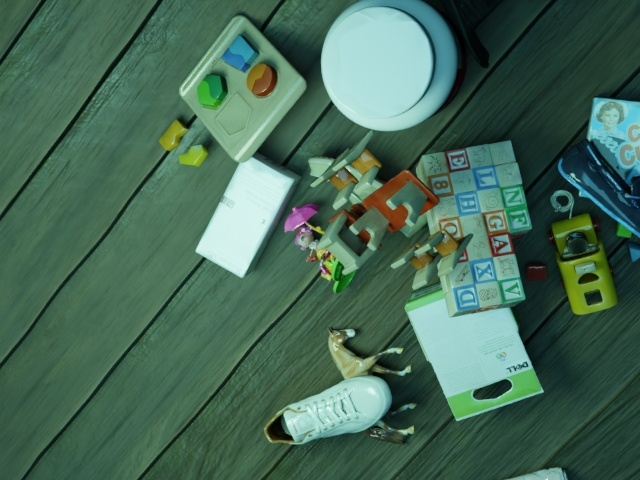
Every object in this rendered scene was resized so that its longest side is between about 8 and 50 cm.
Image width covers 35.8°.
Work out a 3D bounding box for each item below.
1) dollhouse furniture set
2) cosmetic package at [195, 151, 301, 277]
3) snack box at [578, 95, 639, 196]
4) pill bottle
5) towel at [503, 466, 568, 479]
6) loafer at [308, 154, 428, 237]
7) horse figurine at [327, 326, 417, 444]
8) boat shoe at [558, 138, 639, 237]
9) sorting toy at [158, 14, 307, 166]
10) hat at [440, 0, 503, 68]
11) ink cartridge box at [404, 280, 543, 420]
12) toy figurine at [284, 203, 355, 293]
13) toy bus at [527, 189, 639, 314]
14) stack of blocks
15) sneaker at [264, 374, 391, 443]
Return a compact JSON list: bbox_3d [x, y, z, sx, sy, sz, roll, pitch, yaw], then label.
[{"bbox_3d":[0.110,-0.047,1.751,0.262,0.135,0.259,45,144,-8],"label":"dollhouse furniture set"},{"bbox_3d":[-0.144,-0.053,1.987,0.117,0.085,0.231,29,103,6],"label":"cosmetic package"},{"bbox_3d":[0.649,-0.154,1.812,0.322,0.060,0.187,8,103,11],"label":"snack box"},{"bbox_3d":[0.129,-0.308,1.714,0.229,0.408,0.229,2,101,12],"label":"pill bottle"},{"bbox_3d":[0.381,0.645,2.021,0.332,0.053,0.317,-18,96,14],"label":"towel"},{"bbox_3d":[0.091,-0.086,1.922,0.269,0.102,0.092,25,98,6],"label":"loafer"},{"bbox_3d":[0.105,0.304,2.004,0.174,0.066,0.263,-3,106,25],"label":"horse figurine"},{"bbox_3d":[0.546,-0.081,1.766,0.258,0.109,0.089,38,106,-1],"label":"boat shoe"},{"bbox_3d":[-0.190,-0.264,1.940,0.307,0.041,0.229,-49,63,15],"label":"sorting toy"},{"bbox_3d":[0.251,-0.471,1.709,0.134,0.331,0.331,-31,93,13],"label":"hat"},{"bbox_3d":[0.301,0.197,1.933,0.189,0.097,0.255,-22,96,14],"label":"ink cartridge box"},{"bbox_3d":[0.000,0.000,1.966,0.159,0.130,0.173,34,138,19],"label":"toy figurine"},{"bbox_3d":[0.489,0.038,1.847,0.202,0.104,0.191,24,114,-3],"label":"toy bus"},{"bbox_3d":[0.294,-0.021,1.826,0.171,0.087,0.297,-9,78,-5],"label":"stack of blocks"},{"bbox_3d":[0.010,0.352,1.962,0.290,0.123,0.106,-28,84,35],"label":"sneaker"}]
